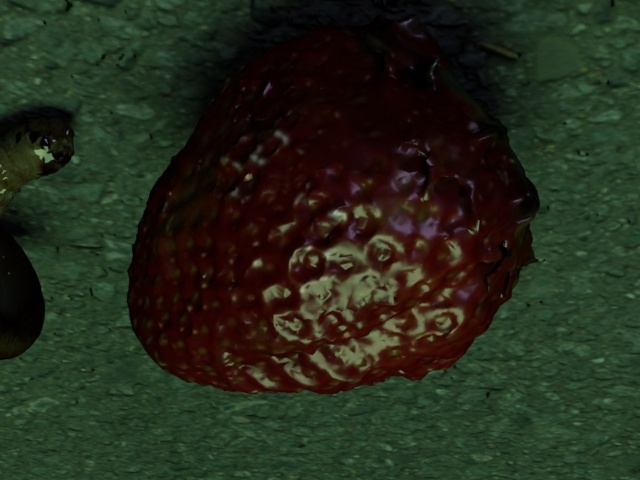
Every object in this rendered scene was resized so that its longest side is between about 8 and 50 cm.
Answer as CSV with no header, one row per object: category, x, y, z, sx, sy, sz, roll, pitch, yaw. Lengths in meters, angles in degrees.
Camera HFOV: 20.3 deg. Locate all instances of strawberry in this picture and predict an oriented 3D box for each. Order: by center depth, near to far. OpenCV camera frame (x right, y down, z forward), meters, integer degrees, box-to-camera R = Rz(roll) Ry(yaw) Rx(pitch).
strawberry,0.000,0.000,1.192,0.288,0.238,0.250,-29,131,7

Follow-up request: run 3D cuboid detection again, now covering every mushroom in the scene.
mushroom,-0.273,-0.028,1.334,0.227,0.148,0.217,16,131,-35
